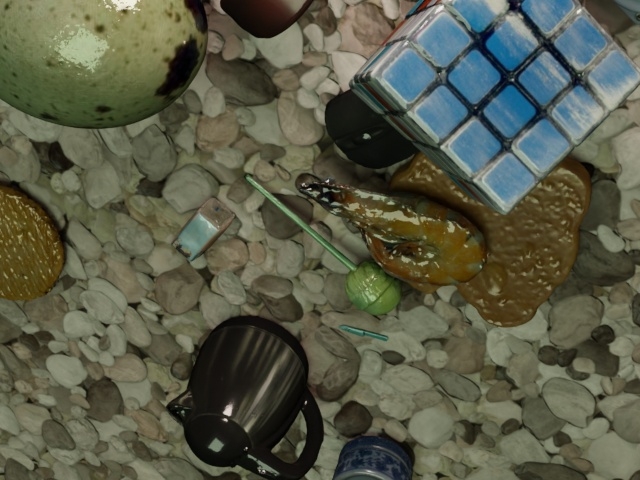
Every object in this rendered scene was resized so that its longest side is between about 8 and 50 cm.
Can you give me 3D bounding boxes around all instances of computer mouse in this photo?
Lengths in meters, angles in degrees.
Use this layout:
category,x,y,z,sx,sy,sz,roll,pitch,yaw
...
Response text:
category,x,y,z,sx,sy,sz,roll,pitch,yaw
computer mouse,0.121,-0.197,1.559,0.270,0.086,0.137,-29,108,30

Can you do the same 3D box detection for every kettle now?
category,x,y,z,sx,sy,sz,roll,pitch,yaw
kettle,-0.141,0.306,1.828,0.207,0.271,0.250,-21,111,26

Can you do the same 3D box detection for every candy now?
category,x,y,z,sx,sy,sz,roll,pitch,yaw
candy,0.000,0.000,1.729,0.335,0.093,0.092,42,131,0

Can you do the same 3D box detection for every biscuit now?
category,x,y,z,sx,sy,sz,roll,pitch,yaw
biscuit,-0.590,0.002,1.918,0.254,0.035,0.253,7,123,11
biscuit,0.258,-0.026,1.636,0.312,0.057,0.351,10,122,14

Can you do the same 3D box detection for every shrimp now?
category,x,y,z,sx,sy,sz,roll,pitch,yaw
shrimp,0.108,-0.012,1.626,0.317,0.062,0.164,21,127,3

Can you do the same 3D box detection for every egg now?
category,x,y,z,sx,sy,sz,roll,pitch,yaw
egg,-0.349,-0.305,1.511,0.380,0.287,0.287,-3,120,26

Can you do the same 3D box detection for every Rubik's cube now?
category,x,y,z,sx,sy,sz,roll,pitch,yaw
Rubik's cube,0.219,-0.217,1.369,0.259,0.253,0.256,43,93,-8

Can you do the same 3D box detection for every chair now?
category,x,y,z,sx,sy,sz,roll,pitch,yaw
chair,-0.153,-0.466,1.391,0.401,0.226,0.226,40,123,-9

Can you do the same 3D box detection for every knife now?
category,x,y,z,sx,sy,sz,roll,pitch,yaw
knife,0.076,0.166,1.838,0.091,0.005,0.014,15,122,8

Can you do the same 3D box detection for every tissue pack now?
category,x,y,z,sx,sy,sz,roll,pitch,yaw
tissue pack,-0.201,-0.020,1.769,0.059,0.074,0.094,43,124,-3

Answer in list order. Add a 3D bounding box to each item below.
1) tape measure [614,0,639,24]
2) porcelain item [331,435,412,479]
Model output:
category,x,y,z,sx,sy,sz,roll,pitch,yaw
tape measure,0.436,-0.383,1.341,0.182,0.107,0.181,40,130,-6
porcelain item,0.097,0.450,1.939,0.147,0.114,0.147,6,121,11
